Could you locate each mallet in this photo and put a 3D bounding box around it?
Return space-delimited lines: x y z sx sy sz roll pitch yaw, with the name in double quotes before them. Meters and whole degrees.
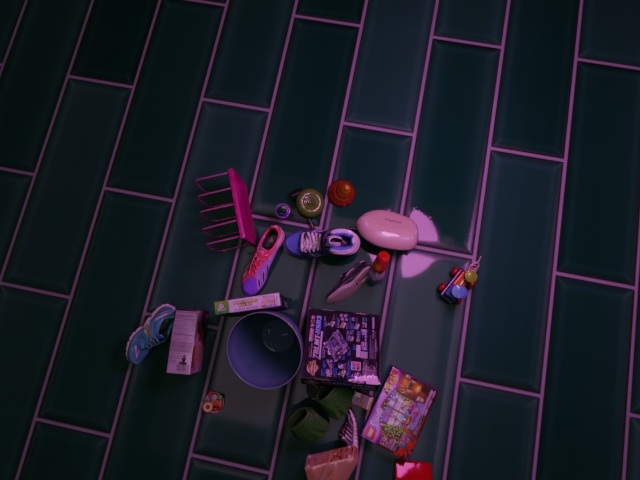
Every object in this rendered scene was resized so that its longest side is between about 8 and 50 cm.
"mallet" -0.080 -0.133 1.823 0.062 0.039 0.190 -18 83 -3

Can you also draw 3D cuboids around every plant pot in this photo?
"plant pot" -0.192 0.399 1.631 0.289 0.195 0.291 1 94 10

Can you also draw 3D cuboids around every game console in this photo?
"game console" 0.355 0.934 1.621 0.143 0.085 0.124 5 111 4

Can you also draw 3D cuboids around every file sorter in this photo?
"file sorter" -0.399 -0.114 1.747 0.182 0.202 0.291 -13 79 3

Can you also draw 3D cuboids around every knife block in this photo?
"knife block" 0.037 0.930 1.577 0.275 0.088 0.242 -16 92 5

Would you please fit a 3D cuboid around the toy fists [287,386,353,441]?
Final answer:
"toy fists" 0.005 0.662 1.622 0.279 0.096 0.142 -44 114 -4

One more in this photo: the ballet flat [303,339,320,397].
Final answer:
"ballet flat" -0.024 0.505 1.693 0.058 0.084 0.250 8 71 -41

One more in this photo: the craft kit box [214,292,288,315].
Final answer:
"craft kit box" -0.263 0.257 1.648 0.246 0.250 0.061 -11 78 -1

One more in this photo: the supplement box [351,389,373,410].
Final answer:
"supplement box" 0.163 0.634 1.667 0.083 0.043 0.055 21 83 5

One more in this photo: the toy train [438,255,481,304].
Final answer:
"toy train" 0.593 0.143 1.691 0.105 0.143 0.248 40 84 8

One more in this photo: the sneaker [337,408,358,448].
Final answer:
"sneaker" 0.103 0.748 1.637 0.074 0.063 0.171 -5 84 -5

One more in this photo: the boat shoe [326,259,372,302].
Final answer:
"boat shoe" 0.116 0.174 1.747 0.233 0.084 0.079 -40 47 1

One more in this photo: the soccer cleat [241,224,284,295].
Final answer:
"soccer cleat" -0.249 0.079 1.745 0.108 0.116 0.319 25 81 6

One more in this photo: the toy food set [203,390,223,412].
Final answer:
"toy food set" -0.433 0.655 1.695 0.083 0.020 0.083 4 80 3

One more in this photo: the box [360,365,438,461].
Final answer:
"box" 0.310 0.675 1.647 0.200 0.057 0.294 26 82 7

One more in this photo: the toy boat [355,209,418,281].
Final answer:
"toy boat" 0.256 0.014 1.707 0.267 0.148 0.318 16 48 4

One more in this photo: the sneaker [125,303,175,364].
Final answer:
"sneaker" -0.680 0.385 1.693 0.110 0.107 0.275 30 81 38

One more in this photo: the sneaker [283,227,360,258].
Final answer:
"sneaker" 0.000 0.001 1.690 0.322 0.236 0.130 5 80 3

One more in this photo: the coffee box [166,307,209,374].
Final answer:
"coffee box" -0.530 0.402 1.686 0.098 0.141 0.247 4 79 3

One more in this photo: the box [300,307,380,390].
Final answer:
"box" 0.083 0.417 1.628 0.292 0.073 0.296 4 51 1

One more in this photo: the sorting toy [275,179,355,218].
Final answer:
"sorting toy" -0.014 -0.175 1.756 0.365 0.126 0.127 -18 87 -10
